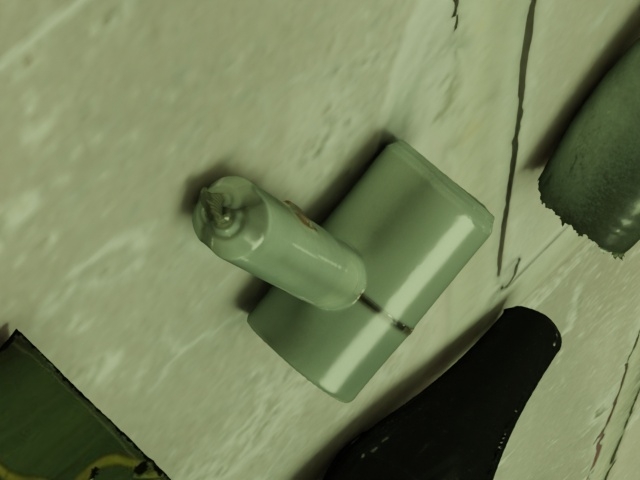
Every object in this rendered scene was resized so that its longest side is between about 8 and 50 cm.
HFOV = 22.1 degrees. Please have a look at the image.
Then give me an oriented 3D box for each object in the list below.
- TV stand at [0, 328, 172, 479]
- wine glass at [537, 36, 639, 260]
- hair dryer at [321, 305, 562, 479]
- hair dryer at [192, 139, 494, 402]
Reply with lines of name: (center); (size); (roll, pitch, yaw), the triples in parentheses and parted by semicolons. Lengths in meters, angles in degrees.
TV stand: (-0.150, 0.142, 0.396); (0.269, 0.083, 0.088); (-38, 156, -27)
wine glass: (0.164, -0.085, 0.677); (0.198, 0.066, 0.066); (-55, 160, 23)
hair dryer: (0.033, 0.142, 0.852); (0.195, 0.075, 0.219); (-48, 173, -32)
hair dryer: (0.000, 0.000, 0.515); (0.082, 0.047, 0.137); (-51, 154, 5)
